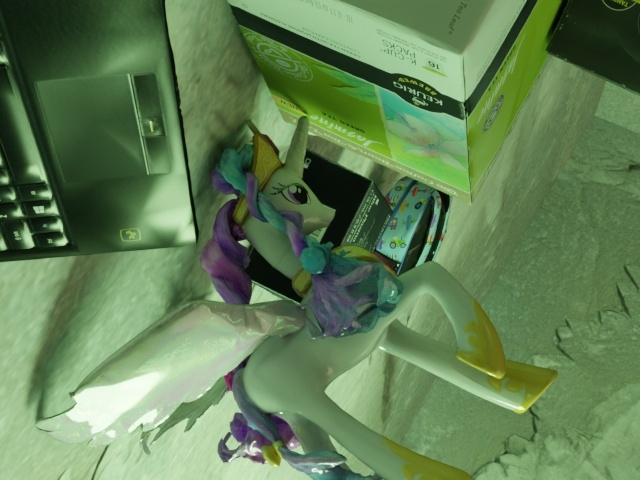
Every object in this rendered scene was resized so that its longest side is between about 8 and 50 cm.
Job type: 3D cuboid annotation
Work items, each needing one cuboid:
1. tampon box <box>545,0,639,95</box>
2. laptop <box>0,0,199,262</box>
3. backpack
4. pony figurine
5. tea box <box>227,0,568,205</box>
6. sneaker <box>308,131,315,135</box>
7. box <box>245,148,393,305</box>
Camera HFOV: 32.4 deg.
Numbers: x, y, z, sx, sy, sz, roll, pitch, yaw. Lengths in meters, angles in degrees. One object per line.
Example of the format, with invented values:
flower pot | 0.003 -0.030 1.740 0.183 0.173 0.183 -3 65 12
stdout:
tampon box | 0.288 -0.191 1.006 0.101 0.120 0.161 -66 167 14
laptop | -0.185 -0.003 0.428 0.234 0.264 0.136 92 -8 -57
backpack | 0.105 -0.012 1.504 0.158 0.117 0.173 -34 146 -60
pony figurine | -0.026 0.109 0.983 0.351 0.363 0.303 -48 171 -2
tea box | 0.105 -0.257 0.943 0.329 0.220 0.323 -61 163 -12
sneaker | 0.080 -0.150 1.175 0.232 0.115 0.090 -38 151 -41
box | 0.000 0.000 1.237 0.156 0.093 0.158 -63 165 -4
